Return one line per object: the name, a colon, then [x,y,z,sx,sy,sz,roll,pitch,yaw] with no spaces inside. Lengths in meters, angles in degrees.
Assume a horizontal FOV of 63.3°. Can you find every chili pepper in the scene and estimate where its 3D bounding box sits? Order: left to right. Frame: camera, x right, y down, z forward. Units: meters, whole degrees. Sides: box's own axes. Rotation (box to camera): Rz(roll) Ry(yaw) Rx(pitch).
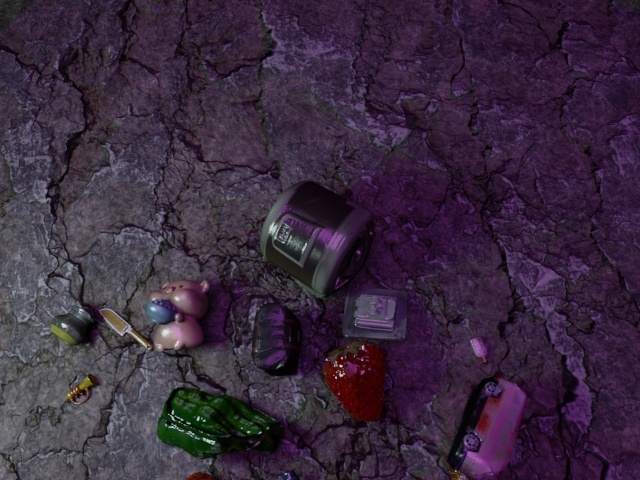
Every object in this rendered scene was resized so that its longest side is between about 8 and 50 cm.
chili pepper: [-0.315,0.585,1.598,0.385,0.213,0.167,10,113,13]

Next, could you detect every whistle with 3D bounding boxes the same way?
whistle: [-0.805,0.507,1.757,0.109,0.057,0.046,-42,26,0]

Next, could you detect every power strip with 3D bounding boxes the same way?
power strip: [0.181,0.227,1.705,0.213,0.064,0.198,2,51,7]

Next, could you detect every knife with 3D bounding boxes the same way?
knife: [-0.686,0.312,1.818,0.256,0.022,0.046,34,81,17]

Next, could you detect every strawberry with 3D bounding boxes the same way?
strawberry: [0.121,0.442,1.617,0.205,0.205,0.244,-18,92,-1]

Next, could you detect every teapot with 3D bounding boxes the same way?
teapot: [-0.866,0.290,1.803,0.165,0.130,0.119,7,50,42]

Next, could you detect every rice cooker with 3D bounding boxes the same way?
rice cooker: [0.000,0.000,1.706,0.325,0.335,0.335,31,76,15]

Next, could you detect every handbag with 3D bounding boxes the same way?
handbag: [-0.136,0.323,1.677,0.155,0.169,0.215,-3,67,8]

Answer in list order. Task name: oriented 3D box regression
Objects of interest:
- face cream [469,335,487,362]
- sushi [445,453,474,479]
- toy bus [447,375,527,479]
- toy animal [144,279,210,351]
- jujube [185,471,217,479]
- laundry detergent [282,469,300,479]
face cream: [0.515,0.353,1.674,0.040,0.021,0.083,-20,69,-1]
sushi: [0.443,0.721,1.503,0.103,0.097,0.226,-30,69,-5]
toy bus: [0.490,0.545,1.509,0.147,0.127,0.303,24,56,17]
toy animal: [-0.465,0.255,1.732,0.210,0.229,0.221,-8,109,23]
jujube: [-0.339,0.779,1.567,0.176,0.109,0.112,30,39,24]
laundry detergent: [-0.055,0.821,1.514,0.215,0.105,0.280,-29,71,-3]
